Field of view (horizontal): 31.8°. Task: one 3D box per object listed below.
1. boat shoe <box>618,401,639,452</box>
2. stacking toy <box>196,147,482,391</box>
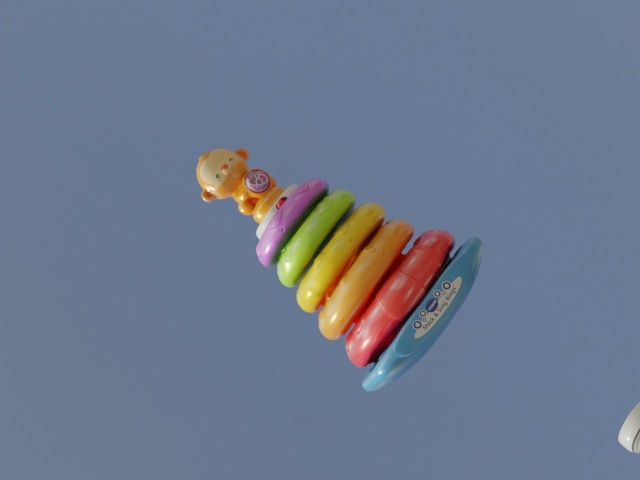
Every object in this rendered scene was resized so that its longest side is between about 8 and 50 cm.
[{"bbox_3d":[0.518,0.216,1.472,0.267,0.096,0.088,-22,-136,-19],"label":"boat shoe"},{"bbox_3d":[0.000,0.000,1.130,0.302,0.166,0.175,37,-103,6],"label":"stacking toy"}]
